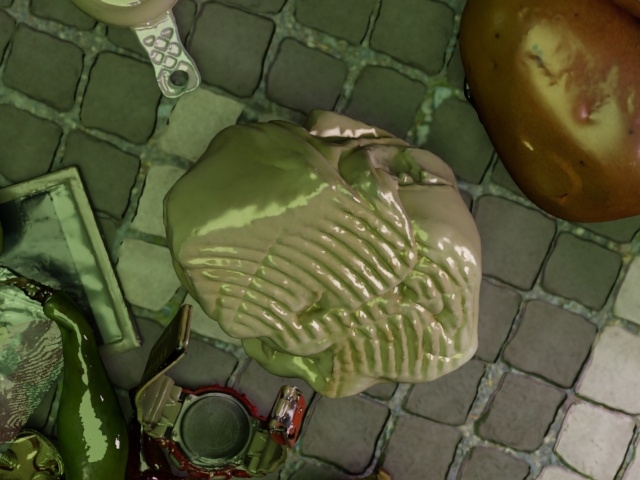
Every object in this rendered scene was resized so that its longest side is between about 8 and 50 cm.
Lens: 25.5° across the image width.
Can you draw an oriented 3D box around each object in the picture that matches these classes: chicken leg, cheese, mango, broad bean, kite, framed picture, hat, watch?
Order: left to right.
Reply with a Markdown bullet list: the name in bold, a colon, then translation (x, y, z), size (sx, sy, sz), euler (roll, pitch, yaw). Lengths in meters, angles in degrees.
- **kite**: translation (-0.384, 0.197, 1.453), size (0.204, 0.022, 0.361), euler (18, 93, 1)
- **framed picture**: translation (-0.346, 0.056, 1.466), size (0.281, 0.019, 0.209), euler (-19, 101, 6)
- **hat**: translation (-0.301, 0.241, 1.485), size (0.077, 0.059, 0.076), euler (-44, 82, 4)
- **broad bean**: translation (-0.248, 0.179, 1.435), size (0.098, 0.056, 0.318), euler (-21, 99, -2)
- **cheese**: translation (-0.179, -0.246, 1.375), size (0.137, 0.064, 0.227), euler (-23, 102, 8)
- **chicken leg**: translation (-0.162, 0.256, 1.490), size (0.093, 0.053, 0.205), euler (-38, 105, -11)
- **watch**: translation (-0.093, 0.153, 1.364), size (0.164, 0.268, 0.102), euler (23, 63, -6)
- **mango**: translation (0.244, -0.146, 1.341), size (0.201, 0.152, 0.287), euler (-39, 101, 0)

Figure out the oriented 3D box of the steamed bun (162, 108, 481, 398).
- **steamed bun**: translation (0.000, -0.003, 1.355), size (0.289, 0.203, 0.276), euler (-3, 126, -3)

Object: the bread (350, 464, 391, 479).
- **bread**: translation (0.027, 0.333, 1.429), size (0.170, 0.197, 0.197), euler (-36, 99, 4)

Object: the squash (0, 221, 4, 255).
- **squash**: translation (-0.387, -0.078, 1.398), size (0.083, 0.083, 0.250), euler (-24, 90, 6)
